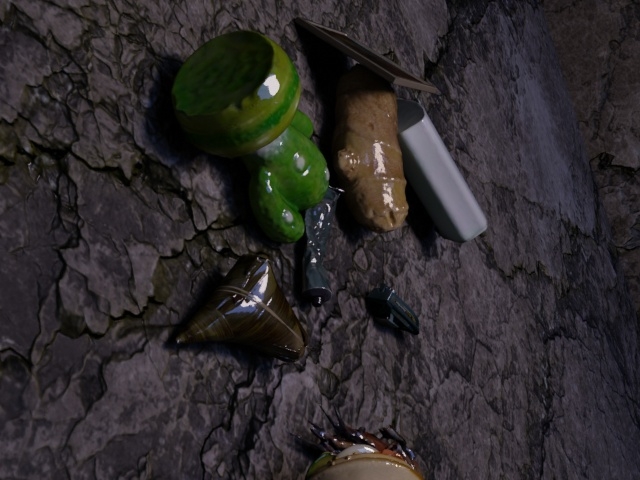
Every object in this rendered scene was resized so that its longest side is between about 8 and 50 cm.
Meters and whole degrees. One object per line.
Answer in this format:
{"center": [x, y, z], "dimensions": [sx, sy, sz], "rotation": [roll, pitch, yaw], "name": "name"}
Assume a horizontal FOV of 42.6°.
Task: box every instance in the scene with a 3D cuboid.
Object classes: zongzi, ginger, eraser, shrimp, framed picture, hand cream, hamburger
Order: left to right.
{"center": [-0.101, 0.140, 1.138], "dimensions": [0.184, 0.084, 0.187], "rotation": [-52, 123, -37], "name": "zongzi"}
{"center": [0.001, 0.000, 1.374], "dimensions": [0.075, 0.052, 0.248], "rotation": [40, 44, -42], "name": "hand cream"}
{"center": [0.057, 0.397, 1.119], "dimensions": [0.237, 0.237, 0.147], "rotation": [62, -2, -16], "name": "hamburger"}
{"center": [0.086, -0.179, 1.534], "dimensions": [0.190, 0.126, 0.354], "rotation": [20, 55, -40], "name": "ginger"}
{"center": [0.089, -0.352, 1.570], "dimensions": [0.250, 0.016, 0.184], "rotation": [39, 22, 26], "name": "framed picture"}
{"center": [0.084, 0.361, 1.267], "dimensions": [0.343, 0.116, 0.145], "rotation": [45, 17, -31], "name": "shrimp"}
{"center": [0.227, -0.142, 1.702], "dimensions": [0.290, 0.104, 0.189], "rotation": [56, 5, -24], "name": "eraser"}

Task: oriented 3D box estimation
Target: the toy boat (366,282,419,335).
{"center": [0.143, 0.138, 1.519], "dimensions": [0.141, 0.055, 0.060], "rotation": [43, 65, -38], "name": "toy boat"}

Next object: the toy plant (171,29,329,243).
{"center": [-0.082, -0.152, 1.250], "dimensions": [0.316, 0.184, 0.224], "rotation": [59, 36, -49], "name": "toy plant"}
